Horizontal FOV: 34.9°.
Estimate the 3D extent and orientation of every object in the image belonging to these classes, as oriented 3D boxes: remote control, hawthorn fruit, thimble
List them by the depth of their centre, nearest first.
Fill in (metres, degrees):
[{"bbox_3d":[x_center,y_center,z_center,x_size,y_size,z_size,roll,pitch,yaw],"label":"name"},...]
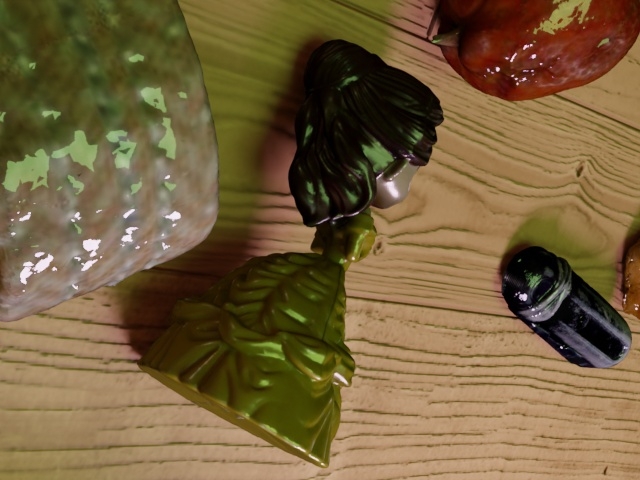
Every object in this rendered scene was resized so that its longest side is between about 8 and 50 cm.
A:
[{"bbox_3d":[-0.164,-0.077,0.585,0.148,0.196,0.229,-25,127,-31],"label":"thimble"},{"bbox_3d":[0.187,-0.207,0.891,0.179,0.173,0.173,-37,137,12],"label":"hawthorn fruit"},{"bbox_3d":[0.294,0.086,1.188,0.266,0.066,0.090,35,81,-47],"label":"remote control"}]

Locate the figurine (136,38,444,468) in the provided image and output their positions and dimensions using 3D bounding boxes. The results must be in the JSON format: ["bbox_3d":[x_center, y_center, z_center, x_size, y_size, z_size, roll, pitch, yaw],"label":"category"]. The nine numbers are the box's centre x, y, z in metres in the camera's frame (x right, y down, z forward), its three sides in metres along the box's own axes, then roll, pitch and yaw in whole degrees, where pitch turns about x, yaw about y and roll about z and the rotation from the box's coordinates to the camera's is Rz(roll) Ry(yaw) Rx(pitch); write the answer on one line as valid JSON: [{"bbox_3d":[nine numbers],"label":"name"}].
[{"bbox_3d":[0.004,0.002,0.817,0.315,0.168,0.187,-61,180,-13],"label":"figurine"}]

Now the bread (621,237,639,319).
[{"bbox_3d":[0.498,0.007,1.335,0.271,0.077,0.139,-33,133,-30],"label":"bread"}]
